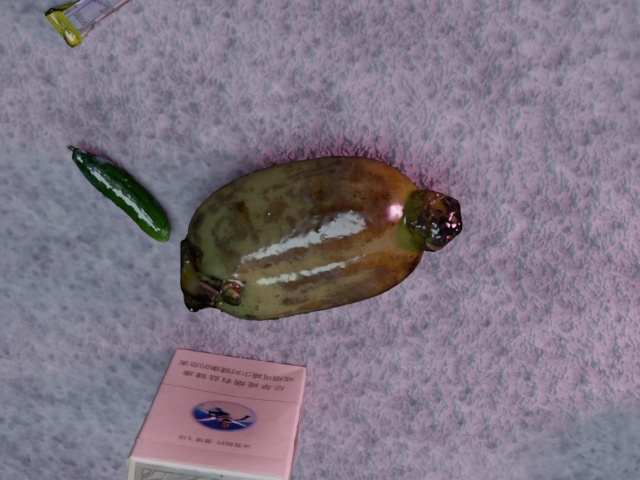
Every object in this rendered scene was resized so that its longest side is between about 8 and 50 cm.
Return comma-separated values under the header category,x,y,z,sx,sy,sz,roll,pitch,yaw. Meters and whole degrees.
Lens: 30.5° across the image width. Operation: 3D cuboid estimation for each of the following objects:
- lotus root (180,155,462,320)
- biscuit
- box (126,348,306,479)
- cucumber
category,x,y,z,sx,sy,sz,roll,pitch,yaw
lotus root,0.000,0.000,1.260,0.309,0.173,0.173,-12,110,9
biscuit,-0.164,-0.296,1.223,0.292,0.026,0.048,-31,110,16
box,-0.107,0.213,1.293,0.164,0.256,0.069,8,110,1
cucumber,-0.223,-0.057,1.316,0.037,0.037,0.155,-42,104,18
